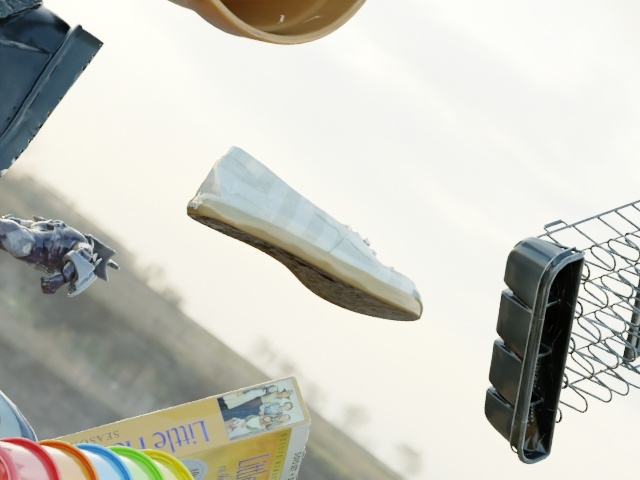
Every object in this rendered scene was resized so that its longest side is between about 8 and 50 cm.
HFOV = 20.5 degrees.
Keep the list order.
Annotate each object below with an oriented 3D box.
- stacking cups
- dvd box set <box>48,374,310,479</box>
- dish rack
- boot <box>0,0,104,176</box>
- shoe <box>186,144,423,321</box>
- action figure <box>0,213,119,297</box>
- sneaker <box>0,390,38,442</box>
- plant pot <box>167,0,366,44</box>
[{"bbox_3d":[-0.183,0.192,1.269,0.096,0.096,0.316,35,3,18],"label":"stacking cups"},{"bbox_3d":[-0.228,0.275,1.882,0.307,0.420,0.062,105,-32,-63],"label":"dvd box set"},{"bbox_3d":[0.261,0.062,1.585,0.074,0.271,0.208,35,-50,40],"label":"dish rack"},{"bbox_3d":[-0.396,-0.167,1.731,0.260,0.348,0.131,39,-44,-10],"label":"boot"},{"bbox_3d":[0.000,0.000,1.310,0.219,0.058,0.076,30,-18,-34],"label":"shoe"},{"bbox_3d":[-0.351,0.003,2.006,0.185,0.099,0.285,7,-9,40],"label":"action figure"},{"bbox_3d":[-0.386,0.128,1.629,0.319,0.112,0.131,41,-12,-11],"label":"sneaker"},{"bbox_3d":[-0.095,-0.362,1.958,0.203,0.291,0.291,8,-26,49],"label":"plant pot"}]
